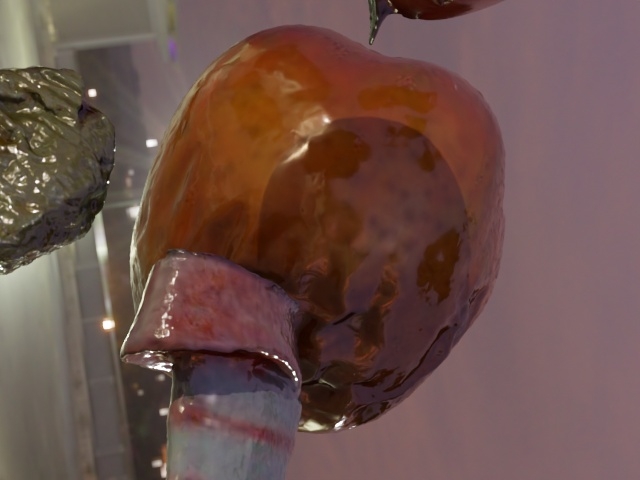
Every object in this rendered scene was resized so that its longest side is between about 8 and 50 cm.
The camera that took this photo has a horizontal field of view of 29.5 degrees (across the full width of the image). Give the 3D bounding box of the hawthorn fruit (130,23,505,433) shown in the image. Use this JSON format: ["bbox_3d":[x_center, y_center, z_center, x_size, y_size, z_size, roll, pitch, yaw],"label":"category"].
[{"bbox_3d":[0.000,0.000,1.373,0.472,0.472,0.471,172,-90,-80],"label":"hawthorn fruit"}]

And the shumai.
[{"bbox_3d":[-0.309,-0.033,1.043,0.218,0.256,0.189,128,-49,-61],"label":"shumai"}]

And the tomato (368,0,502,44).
[{"bbox_3d":[0.087,-0.289,0.902,0.256,0.224,0.256,49,-18,23],"label":"tomato"}]

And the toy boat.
[{"bbox_3d":[-0.074,0.166,0.871,0.206,0.096,0.282,40,45,-53],"label":"toy boat"}]
